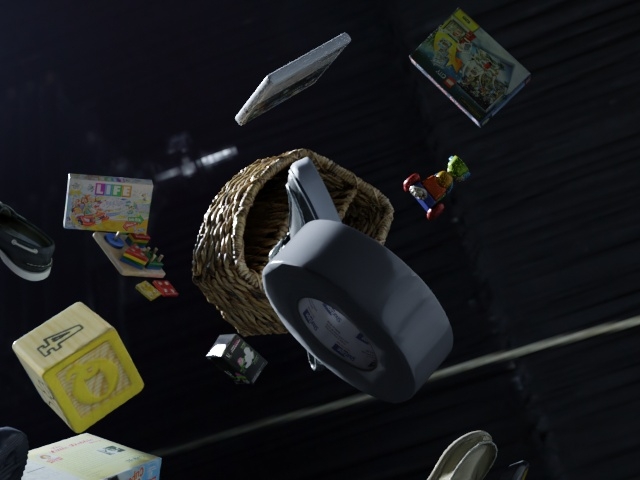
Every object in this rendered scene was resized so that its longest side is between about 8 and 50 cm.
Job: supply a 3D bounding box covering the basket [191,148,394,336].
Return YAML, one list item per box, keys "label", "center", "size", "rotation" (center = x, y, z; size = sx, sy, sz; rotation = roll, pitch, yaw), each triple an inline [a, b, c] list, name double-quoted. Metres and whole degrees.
- label: "basket"
  center: [-0.047, -0.012, 1.702]
  size: [0.213, 0.223, 0.299]
  rotation: [54, -133, -32]

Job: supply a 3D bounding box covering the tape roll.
- label: "tape roll"
  center: [0.039, 0.081, 1.144]
  size: [0.219, 0.072, 0.219]
  rotation: [35, 156, 19]

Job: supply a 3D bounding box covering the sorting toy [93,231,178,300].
- label: "sorting toy"
  center: [-0.413, 0.027, 2.282]
  size: [0.274, 0.046, 0.132]
  rotation: [49, -158, 28]

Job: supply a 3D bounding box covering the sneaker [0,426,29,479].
- label: "sneaker"
  center: [-0.500, 0.357, 1.380]
  size: [0.131, 0.319, 0.112]
  rotation: [35, -158, 14]

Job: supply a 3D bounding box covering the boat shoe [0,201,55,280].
- label: "boat shoe"
  center: [-0.693, -0.035, 2.222]
  size: [0.302, 0.091, 0.114]
  rotation: [33, -149, 10]

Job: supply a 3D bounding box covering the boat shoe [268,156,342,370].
- label: "boat shoe"
  center: [-0.013, 0.040, 1.334]
  size: [0.113, 0.105, 0.306]
  rotation: [-117, 10, -53]

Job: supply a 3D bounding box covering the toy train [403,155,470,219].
- label: "toy train"
  center: [0.269, -0.132, 2.277]
  size: [0.105, 0.143, 0.248]
  rotation: [50, -178, 5]

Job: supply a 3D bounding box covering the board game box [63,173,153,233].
- label: "board game box"
  center: [-0.398, -0.068, 1.920]
  size: [0.026, 0.154, 0.103]
  rotation: [-118, 36, -58]

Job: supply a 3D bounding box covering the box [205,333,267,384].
- label: "box"
  center: [-0.150, 0.211, 1.821]
  size: [0.083, 0.052, 0.062]
  rotation: [46, 151, -22]

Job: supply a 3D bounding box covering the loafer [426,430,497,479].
- label: "loafer"
  center: [0.232, 0.446, 1.788]
  size: [0.092, 0.268, 0.102]
  rotation: [21, 145, 42]

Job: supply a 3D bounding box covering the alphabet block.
- label: "alphabet block"
  center: [-0.554, 0.287, 2.345]
  size: [0.197, 0.193, 0.192]
  rotation: [26, 145, 49]

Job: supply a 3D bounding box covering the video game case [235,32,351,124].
- label: "video game case"
  center: [-0.050, -0.287, 1.825]
  size: [0.022, 0.190, 0.173]
  rotation: [54, 150, 2]

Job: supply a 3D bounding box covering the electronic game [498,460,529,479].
- label: "electronic game"
  center: [0.313, 0.497, 1.832]
  size: [0.048, 0.229, 0.229]
  rotation: [28, 170, 18]

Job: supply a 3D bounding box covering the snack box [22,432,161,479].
- label: "snack box"
  center: [-0.462, 0.435, 1.887]
  size: [0.322, 0.187, 0.060]
  rotation: [-4, -75, -64]

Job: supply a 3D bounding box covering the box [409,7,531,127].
- label: "box"
  center: [0.338, -0.392, 2.322]
  size: [0.233, 0.159, 0.044]
  rotation: [47, -177, 16]
